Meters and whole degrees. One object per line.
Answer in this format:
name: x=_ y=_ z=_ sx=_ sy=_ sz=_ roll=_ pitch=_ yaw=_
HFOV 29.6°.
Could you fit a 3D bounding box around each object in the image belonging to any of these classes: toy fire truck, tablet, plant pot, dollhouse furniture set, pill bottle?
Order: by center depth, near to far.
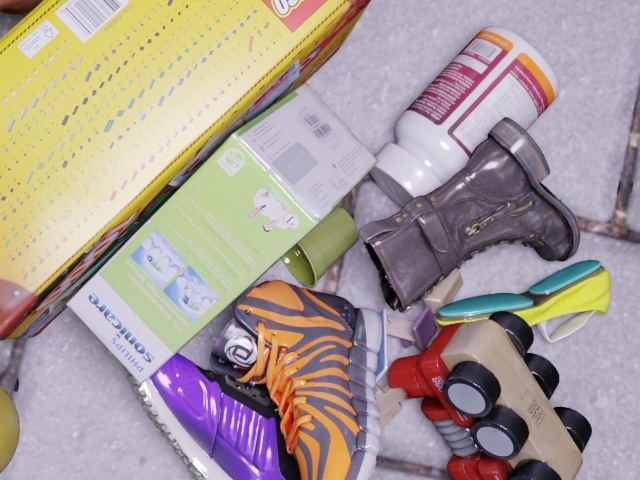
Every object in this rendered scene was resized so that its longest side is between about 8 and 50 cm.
plant pot: x=-0.402 y=0.212 z=1.325 sx=0.134 sy=0.095 sz=0.134 roll=1 pitch=86 yaw=-8
toy fire truck: x=0.143 y=0.216 z=1.377 sx=0.217 sy=0.246 sz=0.158 roll=56 pitch=49 yaw=-18
tablet: x=0.064 y=0.125 z=1.387 sx=0.006 sy=0.054 sz=0.083 roll=16 pitch=49 yaw=-17
plant pot: x=0.000 y=0.000 z=1.406 sx=0.079 sy=0.083 sz=0.083 roll=-33 pitch=90 yaw=-21
pill bottle: x=0.164 y=-0.133 z=1.408 sx=0.121 sy=0.121 sz=0.221 roll=44 pitch=83 yaw=-2
dollhouse furniture set: x=0.116 y=0.083 z=1.444 sx=0.081 sy=0.091 sz=0.114 roll=15 pitch=54 yaw=33

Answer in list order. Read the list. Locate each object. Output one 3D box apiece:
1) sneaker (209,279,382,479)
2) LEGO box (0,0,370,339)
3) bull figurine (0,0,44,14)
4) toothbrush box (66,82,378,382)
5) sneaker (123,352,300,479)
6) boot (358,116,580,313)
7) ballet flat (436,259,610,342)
sneaker: x=-0.036 y=0.167 z=1.291 sx=0.180 sy=0.321 sz=0.125 roll=22 pitch=124 yaw=-13
LEGO box: x=-0.193 y=-0.137 z=1.238 sx=0.500 sy=0.372 sz=0.193 roll=-44 pitch=92 yaw=-7
bull figurine: x=-0.320 y=-0.296 z=1.315 sx=0.188 sy=0.310 sz=0.101 roll=4 pitch=103 yaw=30
toothbrush box: x=-0.098 y=-0.010 z=1.262 sx=0.122 sy=0.206 sz=0.283 roll=46 pitch=119 yaw=-1
sneaker: x=-0.103 y=0.194 z=1.370 sx=0.146 sy=0.102 sz=0.293 roll=-37 pitch=95 yaw=-15
boot: x=0.163 y=-0.001 z=1.366 sx=0.229 sy=0.091 sz=0.263 roll=-41 pitch=137 yaw=-3
ballet flat: x=0.245 y=0.088 z=1.416 sx=0.231 sy=0.077 sz=0.077 roll=-16 pitch=103 yaw=-22
